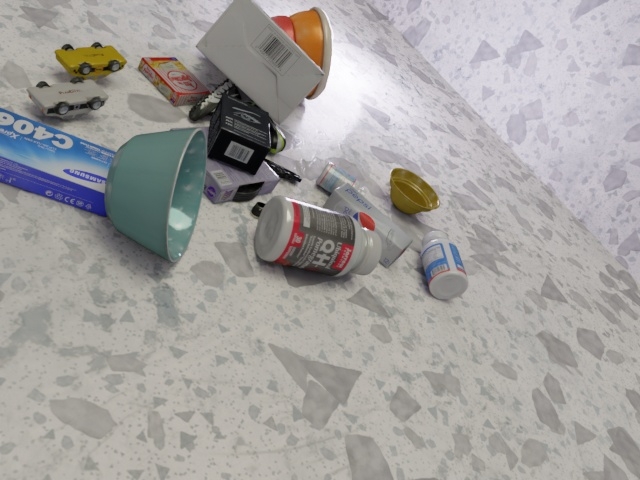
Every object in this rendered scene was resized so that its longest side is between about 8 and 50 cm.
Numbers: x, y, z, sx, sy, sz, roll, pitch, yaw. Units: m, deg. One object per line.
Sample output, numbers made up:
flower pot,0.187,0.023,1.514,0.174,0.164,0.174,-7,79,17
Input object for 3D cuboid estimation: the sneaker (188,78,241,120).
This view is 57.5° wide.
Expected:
sneaker,-0.328,-0.434,1.883,0.106,0.078,0.234,54,46,-20

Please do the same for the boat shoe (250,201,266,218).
boat shoe,-0.133,-0.076,1.667,0.133,0.042,0.048,15,37,-31

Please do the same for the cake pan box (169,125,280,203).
cake pan box,-0.279,-0.227,1.697,0.267,0.070,0.246,48,37,17

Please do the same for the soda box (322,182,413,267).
soda box,0.146,-0.050,1.839,0.286,0.091,0.098,43,34,10

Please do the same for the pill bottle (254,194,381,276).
pill bottle,0.000,0.000,1.570,0.319,0.176,0.176,15,39,-29

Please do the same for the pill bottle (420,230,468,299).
pill bottle,0.392,0.073,1.881,0.124,0.124,0.221,22,36,-20

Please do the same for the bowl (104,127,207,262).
bowl,-0.373,-0.116,1.311,0.163,0.311,0.311,12,37,-2

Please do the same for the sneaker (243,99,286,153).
sneaker,-0.208,-0.378,1.929,0.234,0.084,0.097,46,36,14

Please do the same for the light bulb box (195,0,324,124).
light bulb box,-0.193,-0.609,1.947,0.358,0.225,0.361,42,13,-17

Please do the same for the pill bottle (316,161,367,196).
pill bottle,0.072,-0.183,1.938,0.160,0.087,0.087,34,34,-5

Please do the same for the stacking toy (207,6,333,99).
stacking toy,-0.218,-0.724,2.223,0.481,0.350,0.350,-1,46,-19

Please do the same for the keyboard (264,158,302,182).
keyboard,-0.153,-0.226,1.852,0.192,0.038,0.100,25,12,-15

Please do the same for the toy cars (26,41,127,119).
toy cars,-0.658,-0.427,1.590,0.177,0.087,0.393,18,40,-17

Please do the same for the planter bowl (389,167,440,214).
planter bowl,0.323,-0.161,2.133,0.217,0.090,0.217,23,36,-18

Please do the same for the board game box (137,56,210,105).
board game box,-0.474,-0.519,1.897,0.193,0.045,0.147,46,35,13

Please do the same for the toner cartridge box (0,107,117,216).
toner cartridge box,-0.632,-0.186,1.321,0.348,0.075,0.165,20,38,-23

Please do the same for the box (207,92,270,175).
box,-0.235,-0.308,1.678,0.153,0.108,0.207,21,36,-22
